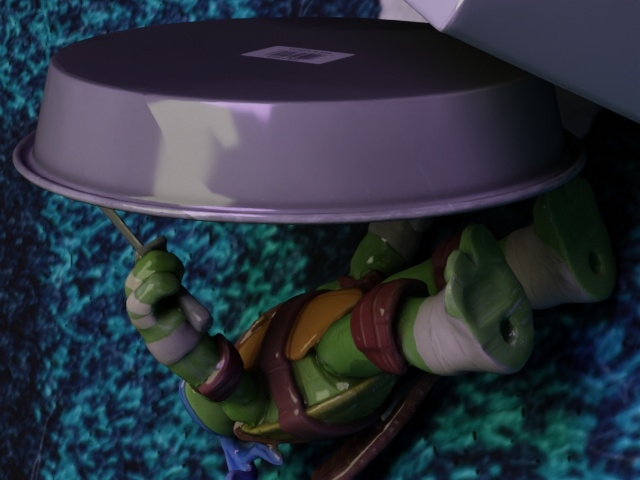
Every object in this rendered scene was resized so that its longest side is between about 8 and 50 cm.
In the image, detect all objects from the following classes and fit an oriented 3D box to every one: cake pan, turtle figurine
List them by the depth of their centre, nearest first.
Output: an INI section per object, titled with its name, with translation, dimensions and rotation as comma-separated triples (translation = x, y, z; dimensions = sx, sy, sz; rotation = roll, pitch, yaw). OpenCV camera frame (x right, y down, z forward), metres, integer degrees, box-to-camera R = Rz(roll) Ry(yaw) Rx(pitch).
[cake pan]
translation = -0.010, -0.070, 0.875
dimensions = 0.293, 0.293, 0.054
rotation = 21, 116, 50
[turtle figurine]
translation = 0.000, 0.000, 0.908
dimensions = 0.266, 0.198, 0.274
rotation = -13, 69, 41

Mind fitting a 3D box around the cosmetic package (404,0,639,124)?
[cosmetic package]
translation = 0.112, -0.167, 0.823
dimensions = 0.138, 0.225, 0.224
rotation = -57, 41, 16
